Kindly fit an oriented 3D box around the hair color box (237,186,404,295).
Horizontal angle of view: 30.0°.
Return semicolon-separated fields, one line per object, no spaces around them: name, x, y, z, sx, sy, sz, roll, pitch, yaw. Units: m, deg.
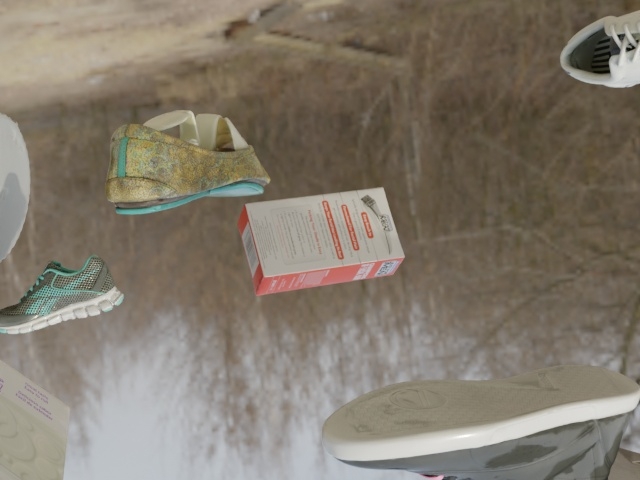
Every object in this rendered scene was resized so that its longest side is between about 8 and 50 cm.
hair color box;0.000;0.000;1.339;0.167;0.093;0.053;-8;156;-18

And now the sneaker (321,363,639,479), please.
sneaker;0.129;0.188;0.947;0.295;0.147;0.104;-2;-164;-32

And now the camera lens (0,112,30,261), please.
camera lens;-0.540;-0.076;1.525;0.274;0.219;0.219;6;-173;13

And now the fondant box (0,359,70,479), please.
fondant box;-0.498;0.292;1.761;0.096;0.238;0.330;-47;-159;10

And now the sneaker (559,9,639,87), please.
sneaker;0.349;-0.205;1.256;0.091;0.094;0.258;-9;176;-23

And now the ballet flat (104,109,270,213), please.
ballet flat;-0.151;-0.100;1.445;0.123;0.123;0.348;-6;-177;20

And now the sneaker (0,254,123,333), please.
sneaker;-0.325;0.063;1.440;0.166;0.076;0.065;-16;-172;-5

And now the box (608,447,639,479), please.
box;0.308;0.277;1.067;0.183;0.056;0.231;15;-156;18
